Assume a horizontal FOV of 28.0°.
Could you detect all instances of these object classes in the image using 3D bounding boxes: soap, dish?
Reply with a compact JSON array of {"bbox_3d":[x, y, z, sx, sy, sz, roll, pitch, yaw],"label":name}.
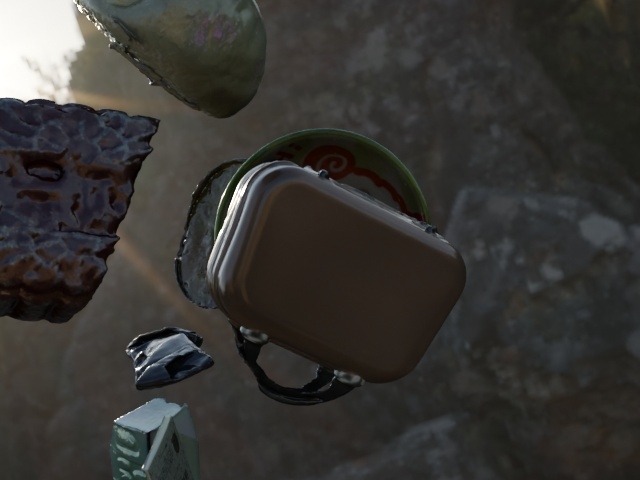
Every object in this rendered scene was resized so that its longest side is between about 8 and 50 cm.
[{"bbox_3d":[-0.261,0.366,2.014,0.091,0.230,0.145,-17,16,-38],"label":"soap"},{"bbox_3d":[0.000,0.000,1.940,0.324,0.324,0.124,-20,-2,-7],"label":"dish"}]

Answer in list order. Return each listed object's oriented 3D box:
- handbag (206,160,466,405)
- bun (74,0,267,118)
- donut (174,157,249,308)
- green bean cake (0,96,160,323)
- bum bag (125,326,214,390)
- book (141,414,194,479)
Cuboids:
[{"bbox_3d":[0.000,0.069,1.600,0.302,0.283,0.149,26,-2,-18],"label":"handbag"},{"bbox_3d":[-0.165,-0.262,1.523,0.168,0.273,0.273,-48,4,-2],"label":"bun"},{"bbox_3d":[-0.133,-0.005,2.229,0.272,0.272,0.107,-18,-26,38],"label":"donut"},{"bbox_3d":[-0.276,-0.032,1.329,0.199,0.232,0.097,9,-21,-22],"label":"green bean cake"},{"bbox_3d":[-0.262,0.205,2.218,0.137,0.074,0.310,-17,12,-9],"label":"bum bag"},{"bbox_3d":[-0.159,0.305,1.454,0.014,0.181,0.127,-13,18,9],"label":"book"}]
